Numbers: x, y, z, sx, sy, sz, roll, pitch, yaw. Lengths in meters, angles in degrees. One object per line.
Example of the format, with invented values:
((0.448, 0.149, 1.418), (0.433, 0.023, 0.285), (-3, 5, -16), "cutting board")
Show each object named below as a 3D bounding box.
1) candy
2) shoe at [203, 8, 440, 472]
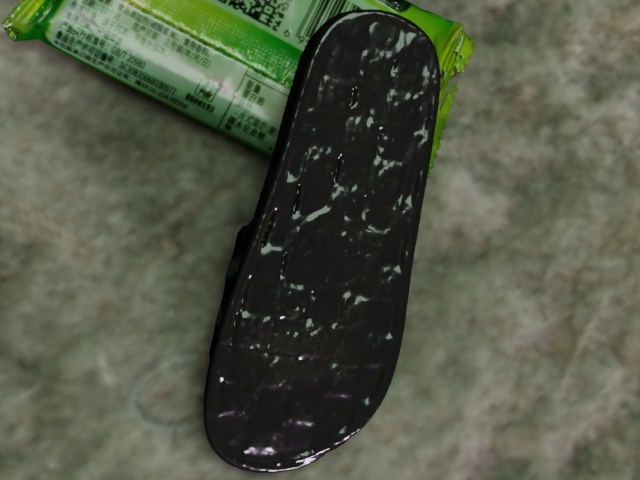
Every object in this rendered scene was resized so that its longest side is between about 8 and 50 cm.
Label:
((-0.027, -0.082, 0.553), (0.178, 0.032, 0.102), (27, 72, -10), "candy")
((0.000, 0.000, 0.525), (0.071, 0.049, 0.179), (13, 95, -15), "shoe")
